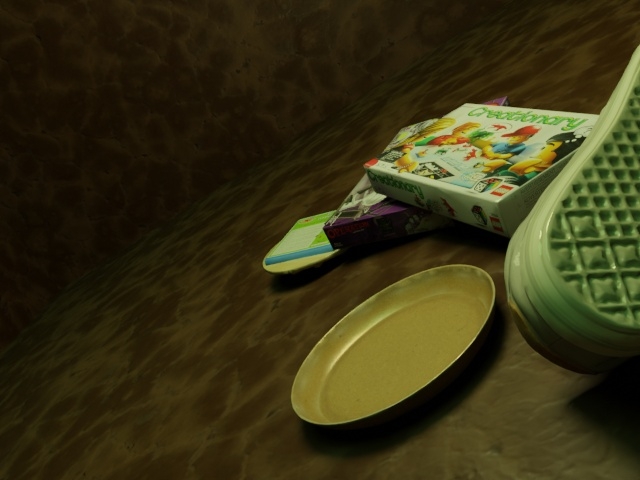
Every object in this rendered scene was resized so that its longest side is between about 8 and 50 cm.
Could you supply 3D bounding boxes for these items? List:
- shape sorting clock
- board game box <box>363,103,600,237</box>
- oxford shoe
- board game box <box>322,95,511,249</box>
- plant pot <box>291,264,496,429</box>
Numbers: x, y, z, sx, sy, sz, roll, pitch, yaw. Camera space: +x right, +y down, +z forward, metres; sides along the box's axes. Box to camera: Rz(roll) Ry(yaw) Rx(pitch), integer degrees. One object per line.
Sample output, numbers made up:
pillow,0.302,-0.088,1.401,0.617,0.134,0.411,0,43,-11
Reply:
shape sorting clock,0.000,0.000,1.171,0.206,0.040,0.206,-25,21,10
board game box,0.210,-0.102,0.908,0.193,0.053,0.305,-32,24,-15
oxford shoe,0.290,-0.057,0.588,0.449,0.169,0.130,-42,-19,-29
board game box,0.163,-0.112,1.117,0.208,0.056,0.347,-8,28,34
plant pot,0.076,0.109,0.719,0.236,0.032,0.236,-33,15,10
